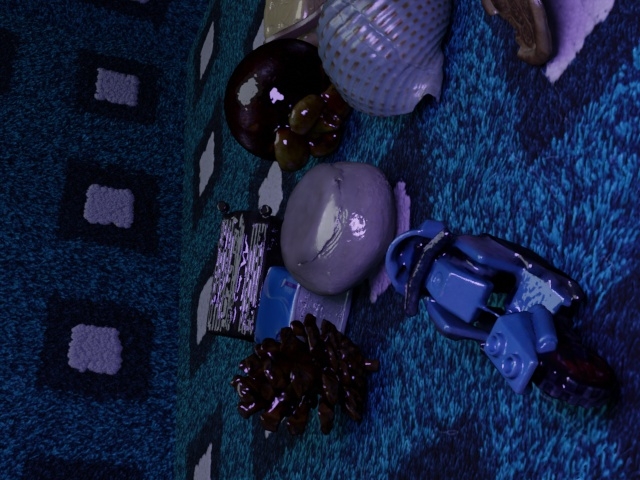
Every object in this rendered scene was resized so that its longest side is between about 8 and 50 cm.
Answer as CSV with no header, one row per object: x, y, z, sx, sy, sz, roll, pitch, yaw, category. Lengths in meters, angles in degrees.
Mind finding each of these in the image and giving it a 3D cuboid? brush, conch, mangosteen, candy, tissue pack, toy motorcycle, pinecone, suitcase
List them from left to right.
-0.171,0.088,2.329,0.229,0.152,0.335,26,-110,-68,suitcase
-0.069,-0.324,2.243,0.347,0.307,0.306,43,124,36,mangosteen
-0.044,0.169,2.083,0.263,0.146,0.198,-165,85,-70,tissue pack
-0.037,0.274,1.837,0.309,0.244,0.244,-22,47,15,pinecone
0.002,-0.529,2.246,0.327,0.070,0.065,-23,75,24,brush
0.046,-0.023,1.875,0.295,0.185,0.295,-23,60,47,candy
0.114,-0.413,1.793,0.303,0.215,0.319,-28,54,24,conch
0.226,0.091,1.271,0.416,0.232,0.172,-116,44,-58,toy motorcycle

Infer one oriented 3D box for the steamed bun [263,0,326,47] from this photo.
-0.037,-0.609,2.460,0.232,0.166,0.272,-4,81,57,steamed bun

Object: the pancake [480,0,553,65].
0.298,-0.380,1.438,0.212,0.029,0.235,71,173,-57,pancake
